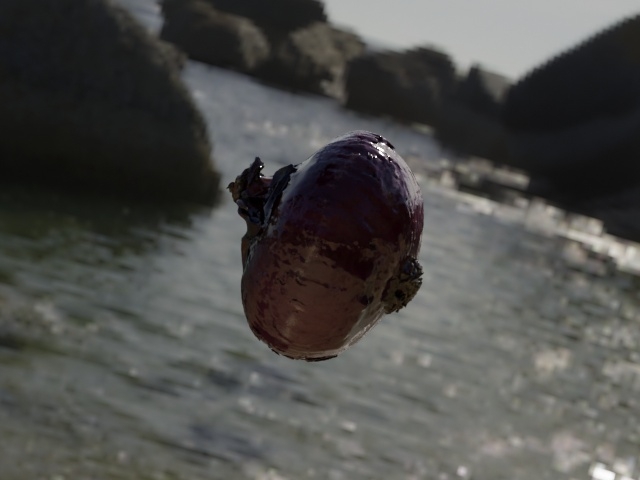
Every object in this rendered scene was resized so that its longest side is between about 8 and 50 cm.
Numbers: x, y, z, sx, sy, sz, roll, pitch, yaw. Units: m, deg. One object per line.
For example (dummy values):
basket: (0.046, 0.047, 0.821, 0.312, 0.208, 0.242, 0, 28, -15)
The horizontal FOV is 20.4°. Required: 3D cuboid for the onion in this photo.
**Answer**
onion: (0.000, 0.000, 0.848, 0.104, 0.115, 0.115, 36, 9, 6)
